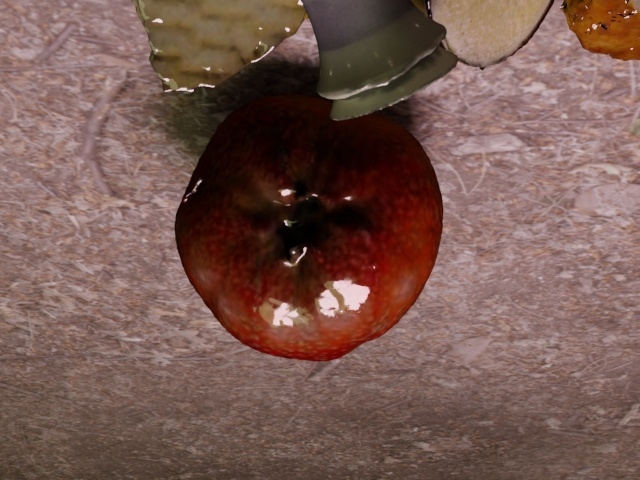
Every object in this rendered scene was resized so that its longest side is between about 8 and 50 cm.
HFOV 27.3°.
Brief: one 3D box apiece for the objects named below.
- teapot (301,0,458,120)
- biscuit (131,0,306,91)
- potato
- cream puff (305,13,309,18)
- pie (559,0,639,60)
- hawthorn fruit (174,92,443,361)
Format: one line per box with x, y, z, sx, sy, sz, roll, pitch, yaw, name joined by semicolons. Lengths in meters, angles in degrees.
0.000;-0.218;0.945;0.183;0.183;0.251;-15;110;33;teapot
-0.073;-0.260;1.047;0.187;0.036;0.273;-12;117;-11;biscuit
0.115;-0.249;1.081;0.117;0.182;0.202;34;-177;31;potato
-0.070;-0.228;1.149;0.156;0.121;0.156;0;148;0;cream puff
0.368;-0.234;1.109;0.308;0.085;0.308;-1;154;0;pie
0.000;0.000;1.451;0.285;0.284;0.369;-1;162;11;hawthorn fruit
